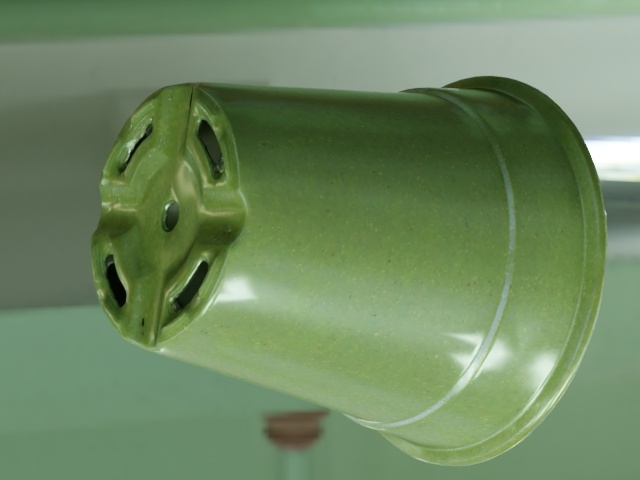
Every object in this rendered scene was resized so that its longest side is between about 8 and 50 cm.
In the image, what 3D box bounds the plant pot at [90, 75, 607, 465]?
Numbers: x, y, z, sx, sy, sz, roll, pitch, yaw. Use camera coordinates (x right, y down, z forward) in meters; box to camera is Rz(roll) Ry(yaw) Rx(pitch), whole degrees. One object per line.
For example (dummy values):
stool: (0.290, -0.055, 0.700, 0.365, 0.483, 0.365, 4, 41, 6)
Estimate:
plant pot: (0.000, 0.000, 0.369, 0.079, 0.083, 0.083, 12, -173, -38)
